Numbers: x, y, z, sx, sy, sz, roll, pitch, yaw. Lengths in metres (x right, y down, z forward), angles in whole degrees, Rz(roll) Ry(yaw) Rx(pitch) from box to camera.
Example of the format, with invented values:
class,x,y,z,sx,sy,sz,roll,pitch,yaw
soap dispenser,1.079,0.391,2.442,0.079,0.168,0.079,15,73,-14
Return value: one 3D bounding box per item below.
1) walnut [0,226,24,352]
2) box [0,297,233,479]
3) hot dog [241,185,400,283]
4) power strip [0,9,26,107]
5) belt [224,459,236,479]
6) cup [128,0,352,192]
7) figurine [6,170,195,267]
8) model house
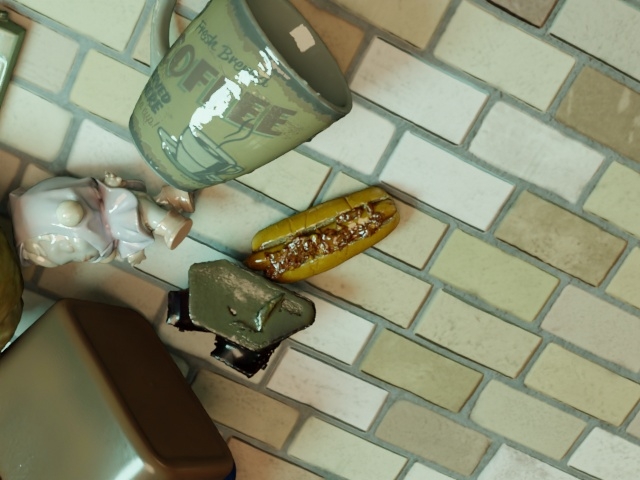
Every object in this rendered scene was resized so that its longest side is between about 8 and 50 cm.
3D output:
class,x,y,z,sx,sy,sz,roll,pitch,yaw
walnut,-0.570,0.059,1.329,0.332,0.333,0.333,0,113,1
box,-0.323,0.277,1.395,0.229,0.239,0.339,-44,65,13
hot dog,0.000,0.000,1.424,0.249,0.076,0.102,-21,114,9
power strip,-0.499,-0.197,1.366,0.080,0.048,0.286,23,113,-8
belt,-0.299,0.463,1.600,0.347,0.117,0.212,-35,109,14
cup,-0.144,-0.223,1.277,0.257,0.227,0.301,-34,79,18
figurine,-0.320,-0.033,1.386,0.275,0.200,0.133,-5,71,2
model house,-0.132,0.114,1.457,0.203,0.164,0.141,33,74,-8
